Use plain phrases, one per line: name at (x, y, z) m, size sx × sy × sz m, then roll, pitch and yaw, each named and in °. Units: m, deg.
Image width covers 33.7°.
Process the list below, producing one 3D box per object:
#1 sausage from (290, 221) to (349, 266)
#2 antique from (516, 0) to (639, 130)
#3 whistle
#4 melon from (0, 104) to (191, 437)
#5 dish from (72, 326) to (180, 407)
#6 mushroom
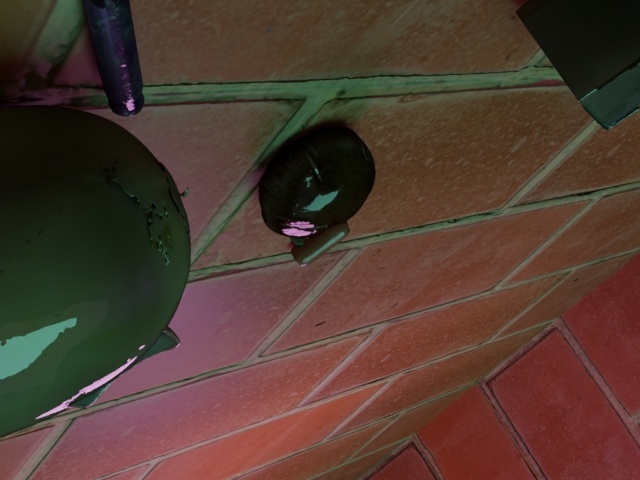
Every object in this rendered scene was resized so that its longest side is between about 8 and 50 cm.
sausage at (0.000, 0.000, 1.330) m, size 0.083 × 0.034 × 0.034 m, roll -37°, pitch 160°, yaw 12°
antique at (0.303, -0.221, 1.077) m, size 0.152 × 0.148 × 0.146 m, roll -37°, pitch 159°, yaw 17°
whistle at (-0.149, -0.144, 0.761) m, size 0.033 × 0.033 × 0.176 m, roll -26°, pitch 160°, yaw -15°
melon at (-0.238, 0.024, 0.747) m, size 0.317 × 0.223 × 0.223 m, roll -21°, pitch 158°, yaw -24°
dish at (-0.264, 0.107, 1.130) m, size 0.151 × 0.077 × 0.212 m, roll -33°, pitch 161°, yaw 10°
mushroom at (-0.006, -0.047, 1.141) m, size 0.135 × 0.080 × 0.170 m, roll -12°, pitch 151°, yaw -22°
